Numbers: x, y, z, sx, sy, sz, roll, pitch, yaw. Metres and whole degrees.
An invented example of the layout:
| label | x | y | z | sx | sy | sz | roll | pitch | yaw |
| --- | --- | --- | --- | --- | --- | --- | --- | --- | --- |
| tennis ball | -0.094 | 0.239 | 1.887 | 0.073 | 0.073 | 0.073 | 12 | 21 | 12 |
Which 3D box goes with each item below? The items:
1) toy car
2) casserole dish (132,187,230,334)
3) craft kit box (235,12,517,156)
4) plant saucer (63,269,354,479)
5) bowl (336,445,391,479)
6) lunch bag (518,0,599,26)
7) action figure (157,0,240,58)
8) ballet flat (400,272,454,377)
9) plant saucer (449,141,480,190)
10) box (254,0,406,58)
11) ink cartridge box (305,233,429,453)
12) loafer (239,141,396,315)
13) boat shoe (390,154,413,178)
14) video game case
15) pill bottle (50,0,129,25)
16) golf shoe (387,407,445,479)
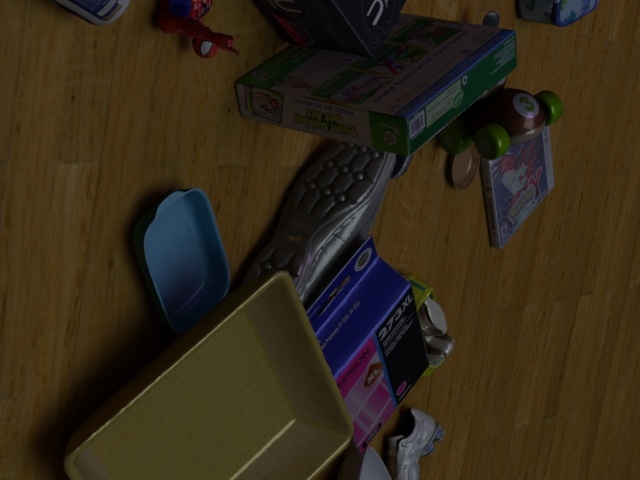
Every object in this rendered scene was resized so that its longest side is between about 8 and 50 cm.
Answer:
| label | x | y | z | sx | sy | sz | roll | pitch | yaw |
| --- | --- | --- | --- | --- | --- | --- | --- | --- | --- |
| toy car | 0.253 | -0.239 | 1.856 | 0.155 | 0.149 | 0.188 | -32 | 117 | -32 |
| casserole dish | -0.164 | 0.022 | 1.446 | 0.114 | 0.037 | 0.188 | -46 | 138 | -35 |
| craft kit box | 0.070 | -0.200 | 1.502 | 0.250 | 0.246 | 0.061 | -39 | 136 | -39 |
| plant saucer | -0.135 | 0.230 | 1.490 | 0.333 | 0.081 | 0.333 | -41 | 136 | -20 |
| bowl | 0.059 | 0.395 | 1.877 | 0.142 | 0.053 | 0.142 | 63 | 31 | -46 |
| lunch bag | 0.394 | -0.463 | 2.000 | 0.176 | 0.090 | 0.219 | -29 | 127 | -50 |
| action figure | -0.129 | -0.300 | 1.282 | 0.091 | 0.139 | 0.280 | -47 | 140 | -32 |
| ballet flat | 0.166 | 0.142 | 1.929 | 0.077 | 0.077 | 0.231 | -52 | 141 | -30 |
| plant saucer | 0.223 | -0.121 | 1.958 | 0.083 | 0.015 | 0.083 | -26 | 123 | -48 |
| box | 0.035 | -0.376 | 1.470 | 0.165 | 0.143 | 0.270 | 46 | 66 | -50 |
| ink cartridge box | 0.060 | 0.151 | 1.699 | 0.176 | 0.069 | 0.371 | -50 | 153 | -16 |
| loafer | 0.000 | 0.000 | 1.617 | 0.319 | 0.112 | 0.111 | -54 | 149 | -16 |
| boat shoe | 0.126 | -0.174 | 1.752 | 0.066 | 0.066 | 0.183 | 5 | 100 | -57 |
| video game case | 0.338 | -0.114 | 2.118 | 0.201 | 0.023 | 0.183 | -45 | 136 | -36 |
| pill bottle | -0.241 | -0.257 | 1.193 | 0.120 | 0.067 | 0.067 | 25 | 82 | -56 |
| golf shoe | 0.124 | 0.348 | 1.985 | 0.086 | 0.069 | 0.176 | 42 | 64 | -32 |
